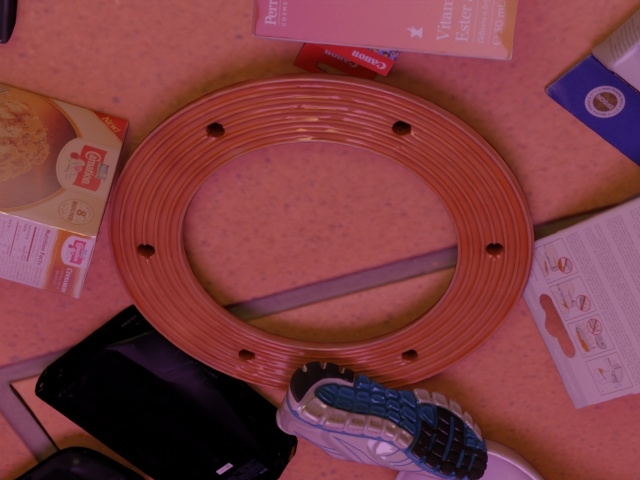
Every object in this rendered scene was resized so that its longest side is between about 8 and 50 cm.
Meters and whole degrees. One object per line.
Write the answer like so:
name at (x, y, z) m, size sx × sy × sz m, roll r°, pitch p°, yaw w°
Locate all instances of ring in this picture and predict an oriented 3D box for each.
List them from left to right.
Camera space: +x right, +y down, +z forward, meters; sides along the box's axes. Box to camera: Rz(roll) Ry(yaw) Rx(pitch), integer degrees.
ring at (0.000, 0.000, 1.219) m, size 0.336 × 0.032 × 0.337 m, roll 3°, pitch 132°, yaw 4°

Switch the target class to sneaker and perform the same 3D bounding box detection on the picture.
sneaker at (0.050, 0.163, 1.308) m, size 0.190 × 0.071 × 0.083 m, roll 23°, pitch 143°, yaw -11°

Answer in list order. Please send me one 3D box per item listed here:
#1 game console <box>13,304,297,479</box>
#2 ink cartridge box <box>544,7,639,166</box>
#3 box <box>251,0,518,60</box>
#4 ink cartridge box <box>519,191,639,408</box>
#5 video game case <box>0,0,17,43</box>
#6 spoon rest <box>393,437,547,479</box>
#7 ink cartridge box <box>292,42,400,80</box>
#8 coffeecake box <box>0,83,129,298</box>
game console at (-0.210, 0.209, 1.412) m, size 0.361 × 0.044 × 0.213 m, roll -35°, pitch 117°, yaw 28°
ink cartridge box at (0.315, -0.104, 1.100) m, size 0.223 × 0.045 × 0.224 m, roll 33°, pitch 125°, yaw -21°
box at (0.046, -0.195, 0.995) m, size 0.170 × 0.091 × 0.130 m, roll 4°, pitch 110°, yaw 1°
ink cartridge box at (0.244, 0.043, 1.185) m, size 0.179 × 0.045 × 0.145 m, roll -25°, pitch 90°, yaw 49°
video game case at (-0.322, -0.273, 1.022) m, size 0.248 × 0.035 × 0.275 m, roll 10°, pitch 130°, yaw -4°
spoon rest at (0.200, 0.245, 1.377) m, size 0.276 × 0.084 × 0.137 m, roll 11°, pitch 130°, yaw -6°
ink cartridge box at (0.029, -0.150, 1.097) m, size 0.063 × 0.029 × 0.115 m, roll 22°, pitch 127°, yaw -13°
coffeecake box at (-0.248, -0.049, 1.132) m, size 0.185 × 0.142 × 0.068 m, roll 16°, pitch 130°, yaw -9°
